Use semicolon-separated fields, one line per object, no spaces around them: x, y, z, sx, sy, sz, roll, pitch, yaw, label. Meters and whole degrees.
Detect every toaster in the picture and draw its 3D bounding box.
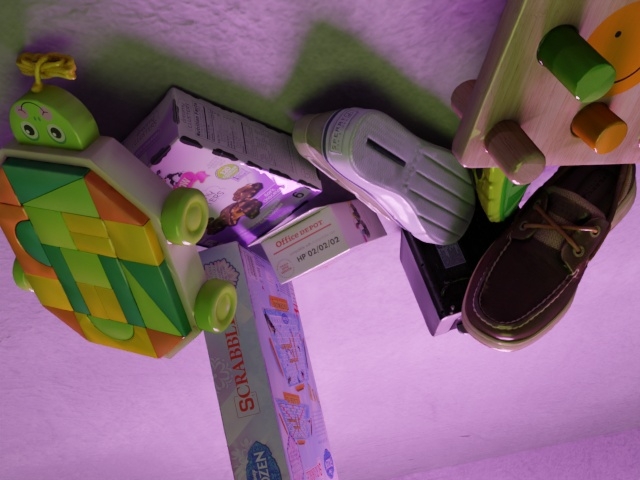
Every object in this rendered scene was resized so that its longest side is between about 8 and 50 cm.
0.201;0.026;1.083;0.168;0.186;0.110;-16;153;-8;toaster

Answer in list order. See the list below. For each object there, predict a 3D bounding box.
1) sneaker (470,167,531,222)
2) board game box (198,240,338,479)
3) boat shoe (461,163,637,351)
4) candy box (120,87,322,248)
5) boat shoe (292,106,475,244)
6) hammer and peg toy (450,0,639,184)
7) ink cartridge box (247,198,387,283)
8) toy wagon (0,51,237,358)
0.242;-0.116;0.905;0.123;0.110;0.296;-5;149;-4;sneaker
-0.061;0.184;1.017;0.065;0.318;0.319;-15;167;6;board game box
0.285;-0.017;0.961;0.342;0.123;0.123;-43;149;-25;boat shoe
-0.127;-0.067;0.892;0.196;0.070;0.164;17;140;-40;candy box
0.086;-0.081;0.938;0.094;0.109;0.302;21;173;40;boat shoe
0.280;-0.211;0.661;0.265;0.127;0.361;-3;133;-23;hammer and peg toy
0.000;0.000;0.984;0.104;0.062;0.181;-28;175;24;ink cartridge box
-0.236;-0.022;0.804;0.267;0.068;0.345;9;134;24;toy wagon
